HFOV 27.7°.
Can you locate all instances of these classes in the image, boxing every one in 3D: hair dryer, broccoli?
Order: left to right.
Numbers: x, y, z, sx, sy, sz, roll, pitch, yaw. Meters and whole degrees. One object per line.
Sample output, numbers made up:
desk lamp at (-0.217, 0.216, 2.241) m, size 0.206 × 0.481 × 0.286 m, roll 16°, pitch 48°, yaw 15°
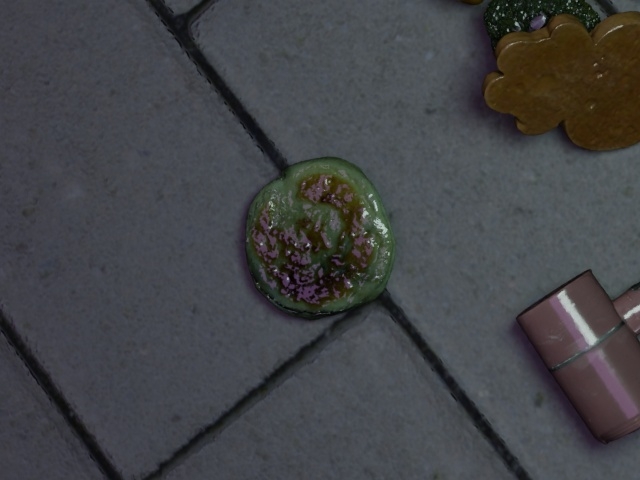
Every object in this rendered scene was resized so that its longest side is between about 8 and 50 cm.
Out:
broccoli at (0.301, -0.283, 1.760) m, size 0.146 × 0.138 × 0.162 m, roll -39°, pitch 86°, yaw 9°
hair dryer at (0.465, 0.095, 1.742) m, size 0.352 × 0.125 × 0.210 m, roll -33°, pitch 84°, yaw 4°

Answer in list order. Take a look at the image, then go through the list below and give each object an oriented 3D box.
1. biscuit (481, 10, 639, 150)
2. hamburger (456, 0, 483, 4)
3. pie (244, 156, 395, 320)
biscuit at (0.353, -0.212, 1.724) m, size 0.288 × 0.044 × 0.202 m, roll 2°, pitch 125°, yaw -13°
hamburger at (0.190, -0.399, 1.778) m, size 0.162 × 0.162 × 0.115 m, roll 45°, pitch 101°, yaw 9°
pie at (0.000, 0.000, 1.874) m, size 0.240 × 0.054 × 0.240 m, roll 0°, pitch 91°, yaw 15°
